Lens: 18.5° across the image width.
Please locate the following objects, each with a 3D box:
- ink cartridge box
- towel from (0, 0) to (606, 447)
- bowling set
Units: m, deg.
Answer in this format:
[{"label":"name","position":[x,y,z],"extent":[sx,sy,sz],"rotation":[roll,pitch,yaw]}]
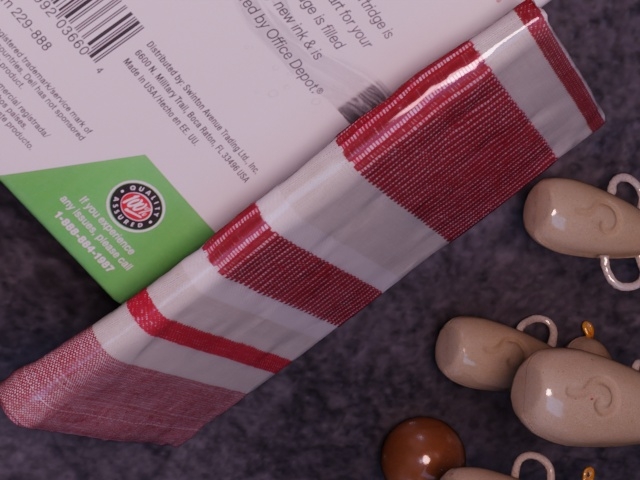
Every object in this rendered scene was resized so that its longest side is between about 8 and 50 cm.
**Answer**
[{"label":"ink cartridge box","position":[-0.054,-0.140,0.977],"extent":[0.289,0.121,0.211],"rotation":[-35,126,6]},{"label":"towel","position":[0.000,0.000,1.053],"extent":[0.329,0.037,0.237],"rotation":[-37,165,7]},{"label":"bowling set","position":[0.147,0.112,1.198],"extent":[0.154,0.200,0.287],"rotation":[13,74,-29]}]
